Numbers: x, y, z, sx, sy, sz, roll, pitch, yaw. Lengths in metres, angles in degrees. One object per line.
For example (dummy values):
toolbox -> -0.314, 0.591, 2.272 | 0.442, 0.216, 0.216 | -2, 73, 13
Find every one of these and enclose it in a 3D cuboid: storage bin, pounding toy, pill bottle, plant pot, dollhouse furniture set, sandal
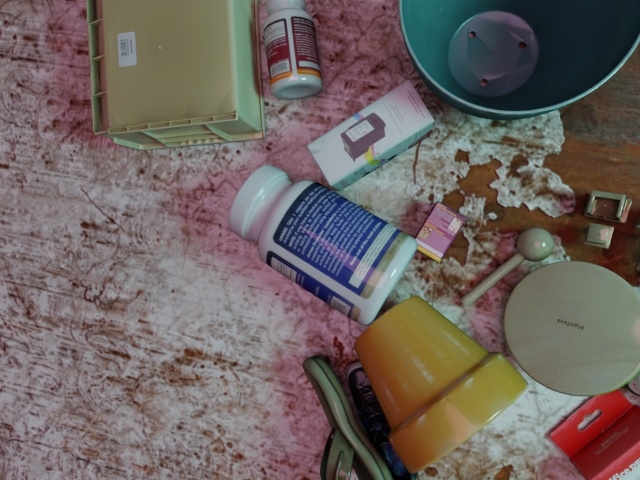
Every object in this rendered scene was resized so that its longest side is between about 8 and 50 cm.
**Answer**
storage bin -> -0.240, -0.300, 0.781 | 0.260, 0.123, 0.262 | -3, 90, 11
pounding toy -> 0.361, 0.111, 0.695 | 0.183, 0.110, 0.237 | -54, 52, 17
pill bottle -> -0.047, -0.317, 0.763 | 0.086, 0.086, 0.152 | -7, 89, 10
pill bottle -> 0.000, 0.000, 0.718 | 0.264, 0.153, 0.153 | 32, 95, 11
plant pot -> 0.154, 0.192, 0.682 | 0.205, 0.205, 0.188 | -40, 67, 8
plant pot -> 0.258, -0.296, 0.652 | 0.290, 0.195, 0.290 | 0, 90, 11
dollhouse furniture set -> 0.461, 0.035, 0.686 | 0.160, 0.101, 0.182 | 17, 94, 34
sandal -> 0.031, 0.324, 0.706 | 0.086, 0.120, 0.303 | -21, 61, -19

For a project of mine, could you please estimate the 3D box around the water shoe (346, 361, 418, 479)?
water shoe -> 0.103, 0.289, 0.737 | 0.073, 0.080, 0.203 | -28, 85, 9

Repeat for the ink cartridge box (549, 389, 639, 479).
ink cartridge box -> 0.471, 0.341, 0.672 | 0.134, 0.078, 0.231 | -45, 83, 6

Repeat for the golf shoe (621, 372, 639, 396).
golf shoe -> 0.528, 0.192, 0.659 | 0.186, 0.086, 0.068 | -14, 87, 8

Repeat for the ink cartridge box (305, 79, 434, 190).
ink cartridge box -> 0.077, -0.153, 0.720 | 0.175, 0.127, 0.072 | -32, 87, 10

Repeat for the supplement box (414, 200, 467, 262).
supplement box -> 0.186, -0.014, 0.742 | 0.055, 0.043, 0.083 | 32, 96, 10
